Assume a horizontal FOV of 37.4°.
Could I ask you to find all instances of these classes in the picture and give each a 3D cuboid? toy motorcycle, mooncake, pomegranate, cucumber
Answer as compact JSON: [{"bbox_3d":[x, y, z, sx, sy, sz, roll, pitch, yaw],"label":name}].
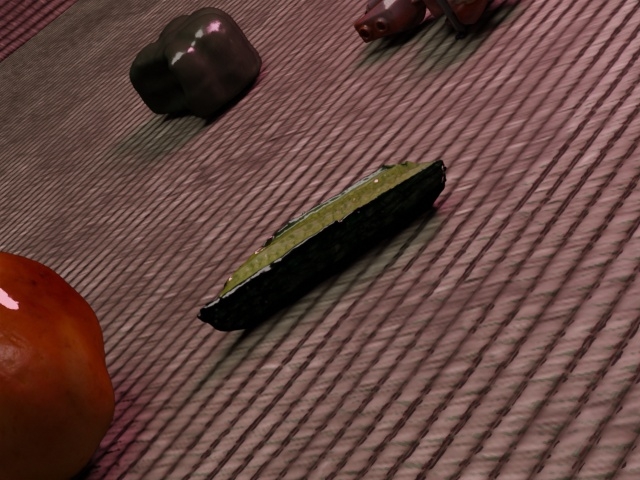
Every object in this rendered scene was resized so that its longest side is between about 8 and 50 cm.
[{"bbox_3d":[0.115,-0.256,0.980,0.212,0.084,0.118,-13,35,47],"label":"toy motorcycle"},{"bbox_3d":[-0.164,-0.218,1.197,0.175,0.104,0.168,-20,37,31],"label":"mooncake"},{"bbox_3d":[-0.257,0.105,0.690,0.209,0.209,0.209,-26,29,16],"label":"pomegranate"},{"bbox_3d":[0.000,0.000,0.744,0.220,0.046,0.070,-32,26,2],"label":"cucumber"}]
